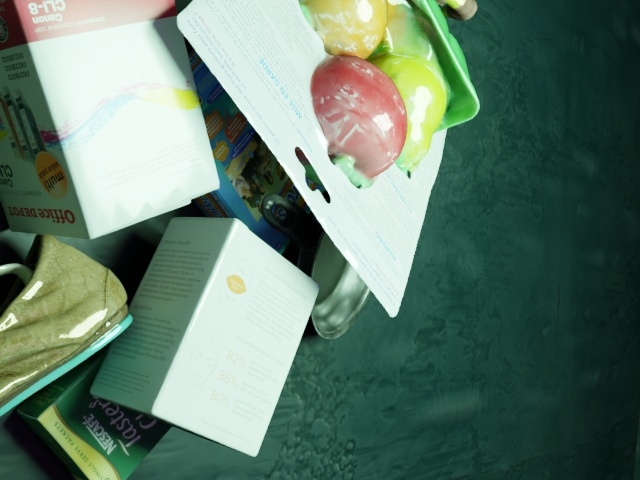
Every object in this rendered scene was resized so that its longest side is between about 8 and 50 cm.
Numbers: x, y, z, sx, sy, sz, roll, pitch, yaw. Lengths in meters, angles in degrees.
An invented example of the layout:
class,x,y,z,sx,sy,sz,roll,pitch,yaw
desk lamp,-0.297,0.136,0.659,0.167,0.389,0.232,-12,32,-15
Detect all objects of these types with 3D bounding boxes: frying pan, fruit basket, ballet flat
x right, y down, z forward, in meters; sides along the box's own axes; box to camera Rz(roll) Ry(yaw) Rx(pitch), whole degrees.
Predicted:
class,x,y,z,sx,sy,sz,roll,pitch,yaw
frying pan,-0.003,0.028,0.746,0.326,0.053,0.197,-16,118,-60
fruit basket,0.024,-0.155,0.675,0.327,0.165,0.353,53,45,-28
ballet flat,-0.280,0.108,0.451,0.124,0.116,0.342,54,52,-13

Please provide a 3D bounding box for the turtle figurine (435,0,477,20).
class,x,y,z,sx,sy,sz,roll,pitch,yaw
turtle figurine,0.129,-0.348,0.886,0.217,0.087,0.269,28,73,-47

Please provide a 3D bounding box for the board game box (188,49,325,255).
class,x,y,z,sx,sy,sz,roll,pitch,yaw
board game box,-0.076,-0.098,0.702,0.160,0.047,0.210,-57,132,-30

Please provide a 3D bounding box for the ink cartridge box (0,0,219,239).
class,x,y,z,sx,sy,sz,roll,pitch,yaw
ink cartridge box,-0.180,-0.103,0.517,0.127,0.128,0.176,-30,115,-44

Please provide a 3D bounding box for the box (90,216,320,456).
class,x,y,z,sx,sy,sz,roll,pitch,yaw
box,-0.095,0.083,0.599,0.130,0.091,0.170,41,62,-42

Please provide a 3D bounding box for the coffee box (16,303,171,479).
class,x,y,z,sx,sy,sz,roll,pitch,yaw
coffee box,-0.168,0.129,0.621,0.184,0.040,0.113,-47,126,-36
